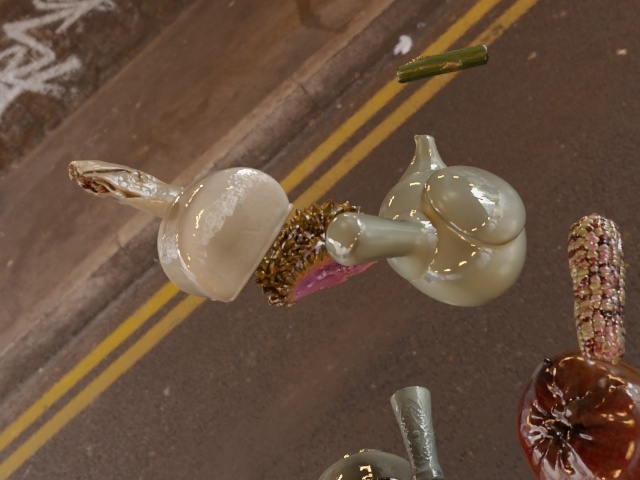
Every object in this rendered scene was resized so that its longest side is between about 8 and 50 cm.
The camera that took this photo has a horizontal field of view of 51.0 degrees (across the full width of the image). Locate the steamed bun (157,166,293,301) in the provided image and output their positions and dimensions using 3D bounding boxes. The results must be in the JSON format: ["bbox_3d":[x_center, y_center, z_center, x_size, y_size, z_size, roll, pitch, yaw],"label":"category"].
[{"bbox_3d":[-0.179,-0.025,1.171,0.146,0.164,0.241,-3,52,58],"label":"steamed bun"}]

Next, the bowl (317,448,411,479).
[{"bbox_3d":[0.127,0.673,1.752,0.354,0.354,0.185,-34,30,14],"label":"bowl"}]

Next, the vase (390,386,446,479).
[{"bbox_3d":[0.221,0.445,1.500,0.096,0.096,0.219,-28,43,21],"label":"vase"}]

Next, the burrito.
[{"bbox_3d":[-0.335,-0.089,1.419,0.117,0.392,0.076,-122,52,-67],"label":"burrito"}]

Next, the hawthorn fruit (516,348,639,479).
[{"bbox_3d":[0.544,0.363,1.292,0.325,0.308,0.308,-6,21,-27],"label":"hawthorn fruit"}]

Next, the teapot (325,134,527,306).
[{"bbox_3d":[0.151,0.002,0.848,0.318,0.220,0.149,-47,-15,-48],"label":"teapot"}]

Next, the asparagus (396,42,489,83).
[{"bbox_3d":[0.227,-0.331,1.262,0.178,0.041,0.045,-14,71,-3],"label":"asparagus"}]

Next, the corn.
[{"bbox_3d":[0.477,0.080,1.156,0.092,0.092,0.280,-14,55,36],"label":"corn"}]

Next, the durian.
[{"bbox_3d":[-0.001,0.001,1.377,0.341,0.191,0.112,-22,-16,-30],"label":"durian"}]
